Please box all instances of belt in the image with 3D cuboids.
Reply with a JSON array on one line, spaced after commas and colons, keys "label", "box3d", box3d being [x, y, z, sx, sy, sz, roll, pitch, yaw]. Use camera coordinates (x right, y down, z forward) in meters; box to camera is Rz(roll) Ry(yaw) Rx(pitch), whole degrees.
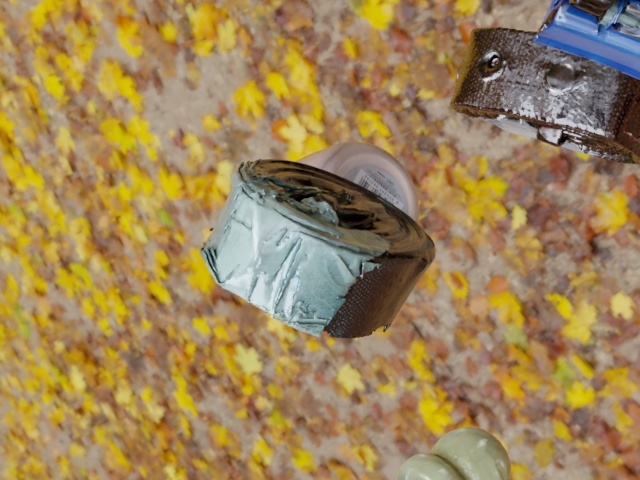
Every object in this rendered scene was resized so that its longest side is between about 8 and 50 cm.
[{"label": "belt", "box3d": [0.000, 0.000, 0.514, 0.105, 0.140, 0.058, 34, 108, 18]}, {"label": "belt", "box3d": [0.319, -0.209, 1.341, 0.289, 0.184, 0.164, 20, 92, 36]}]

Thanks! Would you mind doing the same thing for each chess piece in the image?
[{"label": "chess piece", "box3d": [0.112, 0.293, 1.097, 0.133, 0.243, 0.133, 39, 146, 34]}]

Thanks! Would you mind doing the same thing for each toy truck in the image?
[{"label": "toy truck", "box3d": [0.227, -0.192, 0.645, 0.113, 0.126, 0.208, 21, 155, -1]}]

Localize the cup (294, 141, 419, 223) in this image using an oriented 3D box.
[{"label": "cup", "box3d": [0.031, -0.003, 1.390, 0.200, 0.191, 0.253, -21, 95, 57]}]
